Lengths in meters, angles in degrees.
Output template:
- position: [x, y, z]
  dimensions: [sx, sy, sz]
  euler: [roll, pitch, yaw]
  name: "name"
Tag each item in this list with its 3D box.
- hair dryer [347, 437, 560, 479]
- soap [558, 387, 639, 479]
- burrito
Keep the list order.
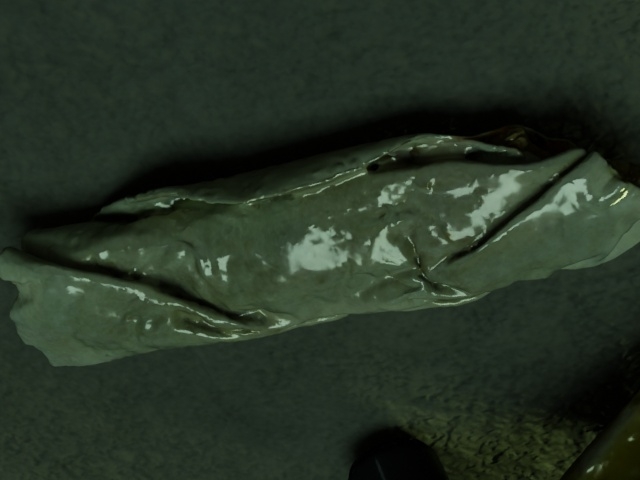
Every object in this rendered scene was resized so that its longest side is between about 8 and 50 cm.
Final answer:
- position: [0.148, 0.168, 1.175]
  dimensions: [0.248, 0.114, 0.070]
  euler: [-18, 141, -8]
  name: "hair dryer"
- position: [0.262, 0.260, 1.126]
  dimensions: [0.304, 0.169, 0.338]
  euler: [35, 100, -28]
  name: "soap"
- position: [0.000, 0.000, 1.006]
  dimensions: [0.392, 0.076, 0.117]
  euler: [-11, 132, 13]
  name: "burrito"
